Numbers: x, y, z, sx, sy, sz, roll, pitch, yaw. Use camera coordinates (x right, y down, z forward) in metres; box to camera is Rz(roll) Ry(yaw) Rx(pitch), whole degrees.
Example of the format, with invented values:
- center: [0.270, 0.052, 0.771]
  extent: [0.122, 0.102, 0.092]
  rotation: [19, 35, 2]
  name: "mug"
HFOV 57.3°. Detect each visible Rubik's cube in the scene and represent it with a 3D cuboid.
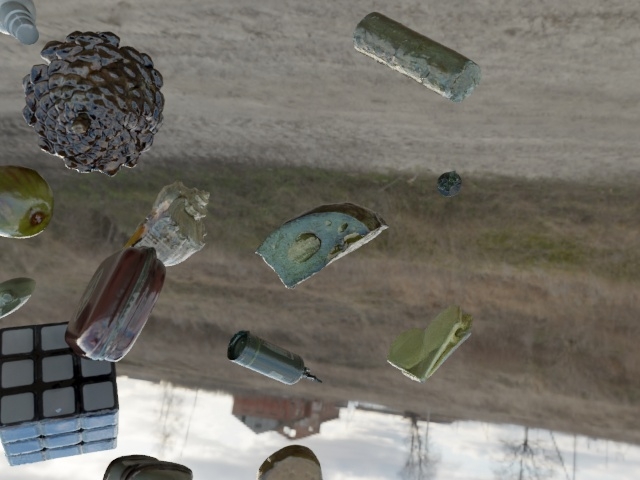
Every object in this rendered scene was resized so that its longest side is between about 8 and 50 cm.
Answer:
- center: [-0.740, 0.431, 1.676]
  extent: [0.301, 0.303, 0.305]
  rotation: [-3, 145, -23]
  name: "Rubik's cube"

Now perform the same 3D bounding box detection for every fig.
- center: [-0.605, -0.089, 1.114]
  extent: [0.186, 0.147, 0.142]
  rotation: [23, -175, -1]
  name: "fig"

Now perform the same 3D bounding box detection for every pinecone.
- center: [-0.494, -0.311, 1.302]
  extent: [0.242, 0.296, 0.298]
  rotation: [-9, 124, 34]
  name: "pinecone"

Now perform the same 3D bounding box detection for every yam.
- center: [0.188, -0.360, 1.150]
  extent: [0.259, 0.093, 0.093]
  rotation: [38, 180, 27]
  name: "yam"

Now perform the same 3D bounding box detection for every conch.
- center: [-0.468, -0.016, 1.826]
  extent: [0.210, 0.352, 0.297]
  rotation: [33, -175, -9]
  name: "conch"

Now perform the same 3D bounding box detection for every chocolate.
- center: [-0.468, 0.669, 1.548]
  extent: [0.284, 0.186, 0.283]
  rotation: [7, 173, 1]
  name: "chocolate"

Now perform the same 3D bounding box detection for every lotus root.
- center: [-0.003, -0.004, 1.408]
  extent: [0.314, 0.142, 0.210]
  rotation: [-32, 175, 15]
  name: "lotus root"

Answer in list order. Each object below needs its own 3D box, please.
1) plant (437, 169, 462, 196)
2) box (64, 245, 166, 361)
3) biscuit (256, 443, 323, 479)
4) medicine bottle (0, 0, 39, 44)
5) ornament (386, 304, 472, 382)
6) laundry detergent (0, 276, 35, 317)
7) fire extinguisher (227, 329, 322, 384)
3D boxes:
- center: [0.255, -0.112, 1.161]
  extent: [0.051, 0.051, 0.102]
  rotation: [4, 180, 15]
  name: "plant"
- center: [-0.469, 0.142, 1.315]
  extent: [0.108, 0.263, 0.404]
  rotation: [30, 160, -23]
  name: "box"
- center: [-0.014, 0.630, 1.187]
  extent: [0.394, 0.368, 0.076]
  rotation: [34, -175, -12]
  name: "biscuit"
- center: [-0.726, -0.541, 1.362]
  extent: [0.352, 0.110, 0.110]
  rotation: [45, -169, 38]
  name: "medicine bottle"
- center: [0.228, 0.233, 1.239]
  extent: [0.059, 0.180, 0.201]
  rotation: [43, 123, -11]
  name: "ornament"
- center: [-0.950, 0.173, 1.766]
  extent: [0.181, 0.091, 0.253]
  rotation: [-35, -168, -31]
  name: "laundry detergent"
- center: [-0.123, 0.346, 1.670]
  extent: [0.294, 0.093, 0.118]
  rotation: [32, 163, -33]
  name: "fire extinguisher"
